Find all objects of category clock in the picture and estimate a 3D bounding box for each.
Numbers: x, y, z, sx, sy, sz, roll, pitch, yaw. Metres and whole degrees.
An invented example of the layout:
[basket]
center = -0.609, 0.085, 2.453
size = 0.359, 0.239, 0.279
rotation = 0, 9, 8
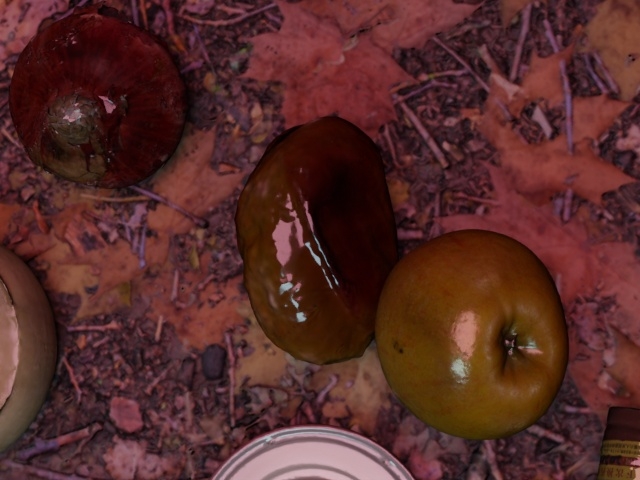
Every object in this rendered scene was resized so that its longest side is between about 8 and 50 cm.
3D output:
[clock]
center = -0.007, 0.292, 1.202
size = 0.244, 0.056, 0.244
rotation = -1, 83, 13

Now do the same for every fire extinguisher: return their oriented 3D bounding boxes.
[fire extinguisher]
center = 0.281, 0.277, 1.123
size = 0.106, 0.075, 0.252
rotation = 14, 79, -9

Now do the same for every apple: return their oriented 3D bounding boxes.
[apple]
center = 0.135, 0.084, 1.134
size = 0.182, 0.155, 0.182
rotation = -2, 96, -19

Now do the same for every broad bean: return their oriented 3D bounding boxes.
[broad bean]
center = 0.000, 0.000, 1.204
size = 0.122, 0.156, 0.228
rotation = -4, 89, 54

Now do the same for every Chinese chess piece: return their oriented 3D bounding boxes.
[Chinese chess piece]
center = -0.386, 0.108, 1.283
size = 0.250, 0.103, 0.249
rotation = -1, 83, 11

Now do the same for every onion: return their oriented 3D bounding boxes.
[onion]
center = -0.221, -0.136, 1.256
size = 0.184, 0.147, 0.184
rotation = 1, 97, 7
